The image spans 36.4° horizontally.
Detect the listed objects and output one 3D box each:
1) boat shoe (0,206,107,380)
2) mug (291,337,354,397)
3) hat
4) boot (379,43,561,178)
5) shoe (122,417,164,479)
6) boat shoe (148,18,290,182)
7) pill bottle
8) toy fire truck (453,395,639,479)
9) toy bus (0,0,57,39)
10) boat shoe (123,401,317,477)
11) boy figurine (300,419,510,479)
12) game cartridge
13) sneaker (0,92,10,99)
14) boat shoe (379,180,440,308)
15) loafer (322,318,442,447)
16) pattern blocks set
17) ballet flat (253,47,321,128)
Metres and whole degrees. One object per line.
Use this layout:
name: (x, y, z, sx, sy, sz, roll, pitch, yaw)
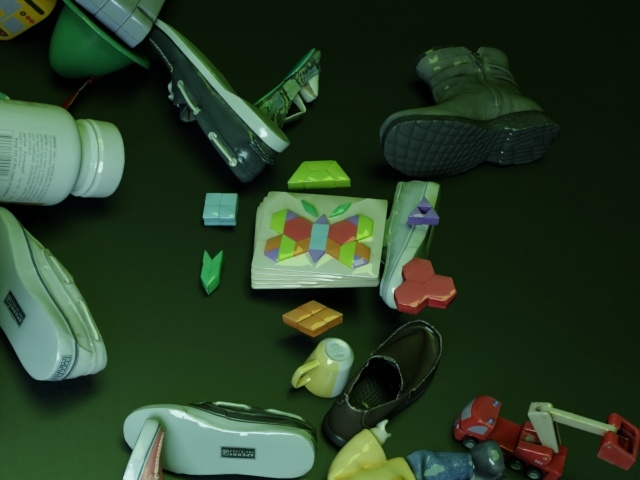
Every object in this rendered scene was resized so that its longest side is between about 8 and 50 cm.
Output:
boat shoe: (-0.335, 0.059, 1.162, 0.088, 0.096, 0.267, 10, 29, -50)
mug: (0.009, 0.158, 1.203, 0.062, 0.064, 0.078, 30, 50, 7)
hat: (-0.376, -0.249, 1.437, 0.173, 0.183, 0.208, 42, 8, 4)
boot: (0.199, -0.217, 1.552, 0.338, 0.118, 0.223, -3, 50, -34)
shoe: (-0.177, 0.283, 1.035, 0.081, 0.063, 0.178, 18, 64, -7)
boat shoe: (-0.172, -0.208, 1.418, 0.302, 0.091, 0.114, 48, 9, 28)
pill bottle: (-0.374, -0.110, 1.231, 0.229, 0.131, 0.131, 1, 49, -41)
toy fire truck: (0.270, 0.233, 1.176, 0.192, 0.135, 0.047, 25, 49, 3)
toy bus: (-0.467, -0.472, 1.510, 0.108, 0.130, 0.332, 41, 32, -45)
boat shoe: (-0.112, 0.223, 1.114, 0.219, 0.078, 0.070, 10, 17, 0)
boy figurine: (0.073, 0.288, 1.100, 0.285, 0.092, 0.177, -2, 60, -22)
game cartridge: (-0.327, -0.458, 1.499, 0.230, 0.068, 0.355, 36, 32, -20)
sneaker: (-0.486, -0.125, 1.259, 0.086, 0.085, 0.237, 18, 46, 21)
boat shoe: (0.109, 0.002, 1.364, 0.081, 0.079, 0.227, 10, 48, 16)
loafer: (0.091, 0.169, 1.209, 0.080, 0.078, 0.220, 35, 51, 12)
pattern blocks set: (0.000, 0.000, 1.295, 0.325, 0.026, 0.285, -8, 51, -2)
ballet flat: (-0.040, -0.229, 1.513, 0.070, 0.070, 0.188, 32, 52, 9)
